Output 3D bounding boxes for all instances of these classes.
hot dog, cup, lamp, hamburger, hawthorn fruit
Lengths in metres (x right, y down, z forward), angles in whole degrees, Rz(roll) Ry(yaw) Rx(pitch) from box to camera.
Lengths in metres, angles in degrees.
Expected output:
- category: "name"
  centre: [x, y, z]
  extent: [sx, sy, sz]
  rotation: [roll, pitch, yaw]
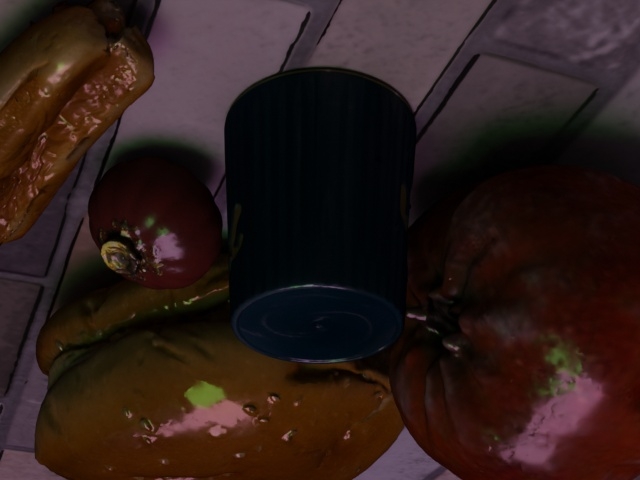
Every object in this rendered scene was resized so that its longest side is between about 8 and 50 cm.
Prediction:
- category: "hot dog"
  centre: [-0.197, -0.068, 0.722]
  extent: [0.102, 0.076, 0.249]
  rotation: [-8, 155, -47]
- category: "cup"
  centre: [0.000, 0.000, 0.760]
  extent: [0.131, 0.155, 0.176]
  rotation: [-1, 147, 4]
- category: "lamp"
  centre: [-0.116, -0.012, 0.807]
  extent: [0.101, 0.090, 0.101]
  rotation: [21, 136, 21]
- category: "hamburger"
  centre: [-0.084, 0.133, 0.970]
  extent: [0.314, 0.170, 0.290]
  rotation: [-22, 149, 29]
- category: "hawthorn fruit"
  centre: [0.188, 0.062, 0.808]
  extent: [0.272, 0.242, 0.242]
  rotation: [3, 150, -26]
